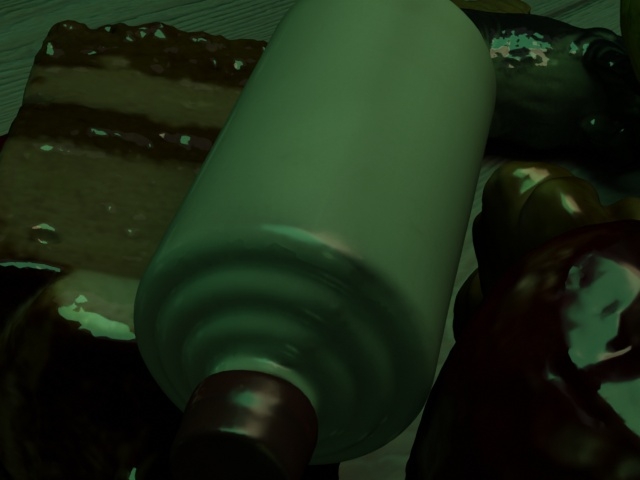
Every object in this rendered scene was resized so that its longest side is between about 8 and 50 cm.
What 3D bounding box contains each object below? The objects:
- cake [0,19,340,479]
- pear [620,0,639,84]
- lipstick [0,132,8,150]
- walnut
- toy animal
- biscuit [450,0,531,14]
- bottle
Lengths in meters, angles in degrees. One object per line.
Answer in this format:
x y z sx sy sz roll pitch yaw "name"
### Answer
-0.067 0.044 0.659 0.196 0.198 0.293 10 35 -5 "cake"
0.378 -0.146 0.879 0.391 0.391 0.391 3 28 -2 "pear"
-0.223 -0.022 0.874 0.080 0.080 0.241 23 34 32 "lipstick"
0.129 0.084 0.524 0.222 0.269 0.244 -15 44 -9 "walnut"
0.226 -0.121 1.092 0.343 0.106 0.168 -1 21 -22 "toy animal"
0.120 -0.200 1.303 0.162 0.035 0.250 19 33 34 "biscuit"
0.000 0.000 0.495 0.104 0.104 0.245 9 38 9 "bottle"
